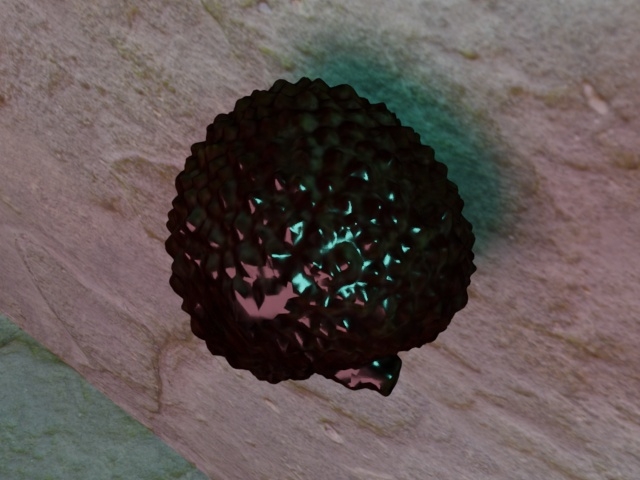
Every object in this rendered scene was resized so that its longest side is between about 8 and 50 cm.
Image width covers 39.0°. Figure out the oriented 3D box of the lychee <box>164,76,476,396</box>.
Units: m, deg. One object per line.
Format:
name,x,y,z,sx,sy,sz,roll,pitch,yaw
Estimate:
lychee,0.000,0.000,0.897,0.306,0.306,0.330,-38,67,61
